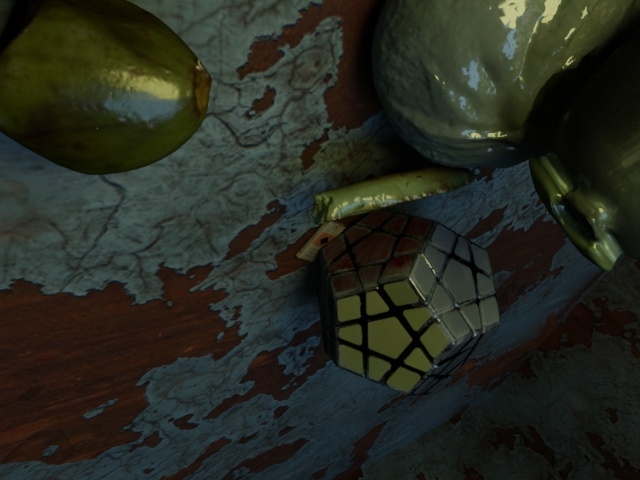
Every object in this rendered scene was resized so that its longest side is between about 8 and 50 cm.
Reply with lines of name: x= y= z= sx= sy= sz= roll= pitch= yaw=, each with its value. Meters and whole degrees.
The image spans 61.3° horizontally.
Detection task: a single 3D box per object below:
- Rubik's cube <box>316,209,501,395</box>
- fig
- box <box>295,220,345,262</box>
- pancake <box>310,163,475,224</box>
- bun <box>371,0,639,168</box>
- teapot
Rubik's cube: x=0.136 y=0.102 z=0.903 sx=0.319 sy=0.319 sz=0.264 roll=28 pitch=83 yaw=-56
fig: x=-0.168 y=-0.123 z=0.427 sx=0.154 sy=0.165 sz=0.144 roll=74 pitch=31 yaw=-85
box: x=0.000 y=0.000 z=0.885 sx=0.083 sy=0.012 sz=0.046 roll=-48 pitch=147 yaw=15
pancake: x=0.116 y=-0.079 z=0.805 sx=0.197 sy=0.054 sz=0.376 roll=-15 pitch=-179 yaw=35
bun: x=0.236 y=-0.227 z=0.651 sx=0.362 sy=0.211 sz=0.362 roll=-26 pitch=149 yaw=-17
teapot: x=0.339 y=-0.104 z=0.568 sx=0.239 sy=0.321 sz=0.239 roll=-34 pitch=114 yaw=24
